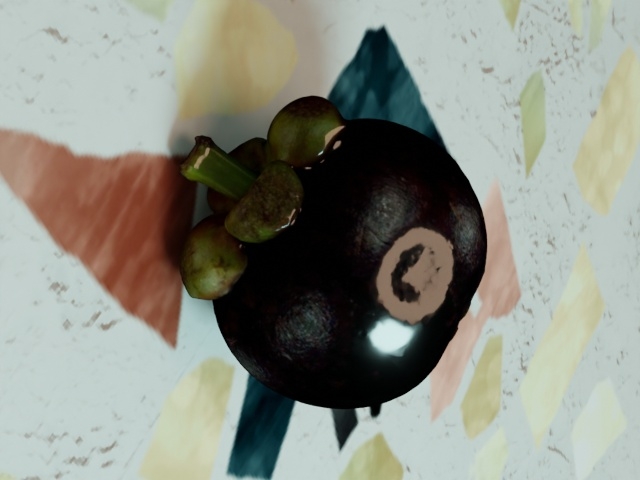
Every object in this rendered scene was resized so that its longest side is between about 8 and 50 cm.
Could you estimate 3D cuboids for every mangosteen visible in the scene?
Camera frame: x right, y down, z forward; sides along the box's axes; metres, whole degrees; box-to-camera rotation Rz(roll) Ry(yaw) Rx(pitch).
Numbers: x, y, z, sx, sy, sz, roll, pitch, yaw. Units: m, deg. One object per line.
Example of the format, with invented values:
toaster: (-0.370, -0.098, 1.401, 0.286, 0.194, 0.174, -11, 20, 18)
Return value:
mangosteen: (0.000, 0.000, 0.796, 0.151, 0.137, 0.137, 37, 64, -18)
